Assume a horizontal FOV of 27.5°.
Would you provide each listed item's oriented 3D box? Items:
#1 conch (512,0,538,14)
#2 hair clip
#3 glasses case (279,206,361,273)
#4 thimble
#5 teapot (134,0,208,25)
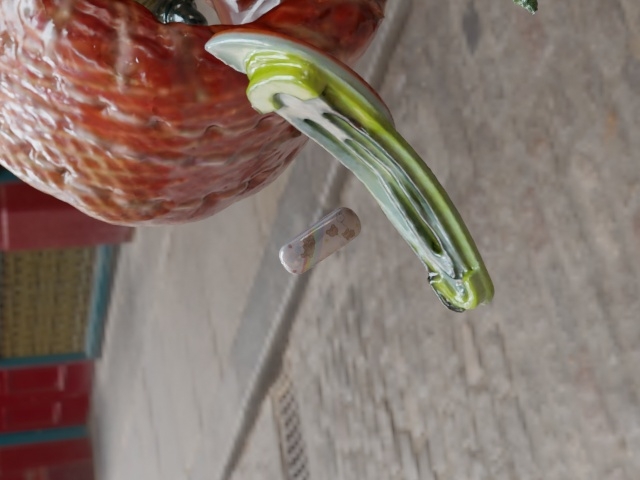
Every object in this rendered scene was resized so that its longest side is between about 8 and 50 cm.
[{"bbox_3d":[0.235,-0.374,1.650,0.079,0.095,0.200,10,-111,-82],"label":"conch"},{"bbox_3d":[0.026,-0.036,0.624,0.188,0.033,0.060,47,154,-21],"label":"hair clip"},{"bbox_3d":[0.000,0.000,1.211,0.032,0.083,0.021,59,170,-9],"label":"glasses case"},{"bbox_3d":[-0.128,-0.198,1.079,0.230,0.350,0.350,128,137,-56],"label":"thimble"},{"bbox_3d":[-0.246,-0.321,1.527,0.173,0.269,0.182,-56,5,9],"label":"teapot"}]
